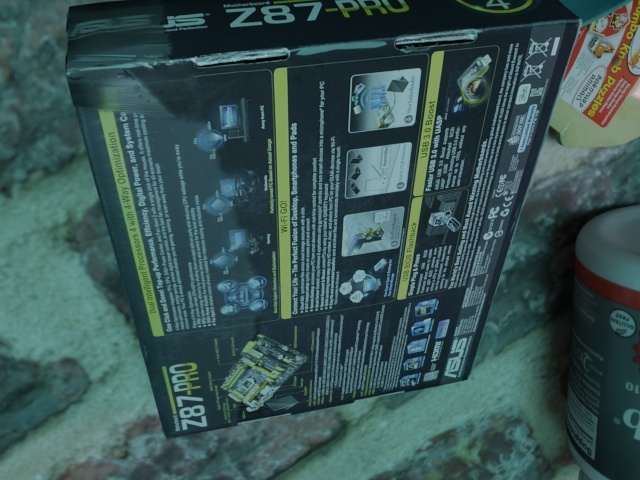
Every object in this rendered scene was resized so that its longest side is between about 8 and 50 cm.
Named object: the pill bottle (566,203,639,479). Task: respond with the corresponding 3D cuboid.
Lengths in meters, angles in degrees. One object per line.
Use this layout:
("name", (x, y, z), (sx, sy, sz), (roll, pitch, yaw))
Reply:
("pill bottle", (0.378, 0.159, 0.696), (0.210, 0.210, 0.363), (-11, 112, -10))

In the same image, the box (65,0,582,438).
("box", (0.000, 0.000, 0.533), (0.318, 0.097, 0.395), (-11, 135, -12))

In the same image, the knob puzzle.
("knob puzzle", (0.292, -0.181, 0.649), (0.213, 0.030, 0.213), (-4, 110, -13))

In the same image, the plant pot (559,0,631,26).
("plant pot", (0.112, -0.293, 0.457), (0.290, 0.290, 0.195), (3, 73, -15))
